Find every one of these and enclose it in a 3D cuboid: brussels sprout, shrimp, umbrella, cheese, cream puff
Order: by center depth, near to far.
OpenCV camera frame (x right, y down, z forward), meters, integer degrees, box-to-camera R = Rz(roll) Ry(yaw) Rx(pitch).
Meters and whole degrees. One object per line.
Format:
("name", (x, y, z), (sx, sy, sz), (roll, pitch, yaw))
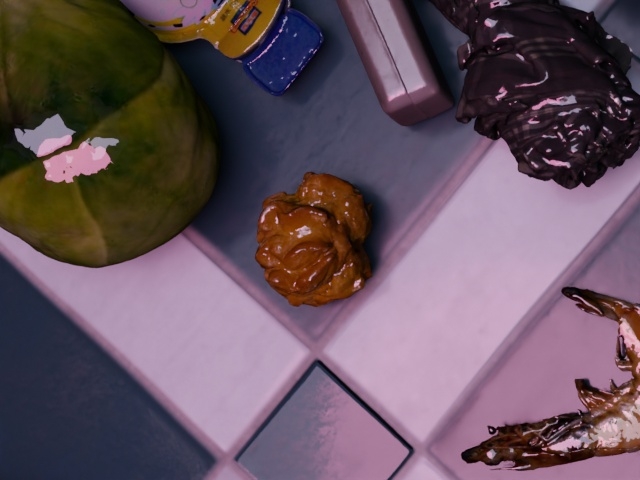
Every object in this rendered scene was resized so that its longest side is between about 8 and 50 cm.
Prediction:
("umbrella", (0.138, -0.185, 1.431), (0.154, 0.128, 0.336), (-31, 68, -24))
("shrimp", (0.203, 0.116, 1.438), (0.195, 0.035, 0.147), (-14, 86, 8))
("cream puff", (0.000, 0.000, 1.474), (0.094, 0.122, 0.116), (-15, 122, 22))
("brussels sprout", (-0.220, -0.109, 1.495), (0.219, 0.210, 0.271), (-29, 64, 8))
("cheese", (-0.102, -0.231, 1.532), (0.250, 0.064, 0.156), (40, 99, 17))

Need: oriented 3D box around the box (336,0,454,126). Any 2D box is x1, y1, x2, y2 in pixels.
("box", (0.041, -0.220, 1.470), (0.055, 0.103, 0.243), (-24, 81, 11))
